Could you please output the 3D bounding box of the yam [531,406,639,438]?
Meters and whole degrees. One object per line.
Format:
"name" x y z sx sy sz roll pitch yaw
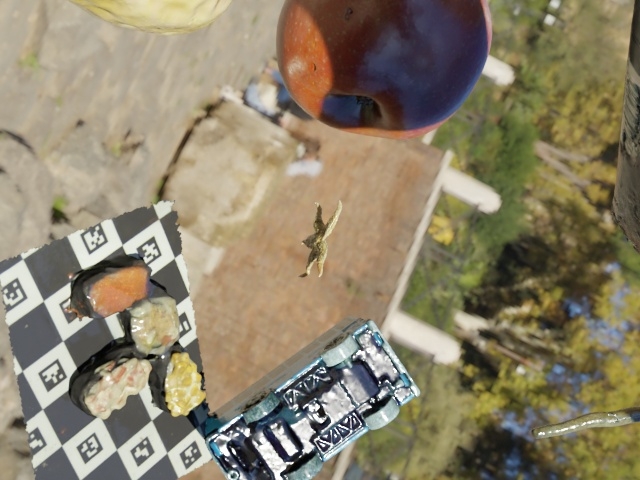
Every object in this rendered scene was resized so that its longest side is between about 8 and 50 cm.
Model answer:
"yam" 0.423 0.265 1.604 0.029 0.234 0.027 -147 -130 -75

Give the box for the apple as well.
"apple" 0.101 -0.327 1.786 0.348 0.349 0.277 120 -10 -73

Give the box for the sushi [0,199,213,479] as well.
"sushi" -0.164 0.118 0.941 0.193 0.043 0.279 -23 118 -40

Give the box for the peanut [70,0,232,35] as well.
"peanut" -0.175 -0.232 0.755 0.313 0.149 0.149 6 117 -51

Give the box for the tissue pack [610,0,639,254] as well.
"tissue pack" 0.425 -0.145 0.962 0.264 0.253 0.416 -119 -165 -49

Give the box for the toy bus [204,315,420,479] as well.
"toy bus" -0.014 0.154 0.991 0.185 0.090 0.106 -34 -171 -9

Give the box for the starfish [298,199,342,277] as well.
"starfish" 0.000 0.000 1.124 0.092 0.016 0.086 -59 -152 21
